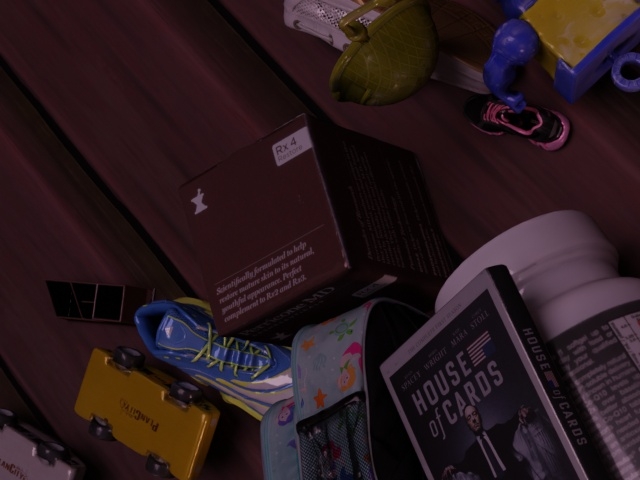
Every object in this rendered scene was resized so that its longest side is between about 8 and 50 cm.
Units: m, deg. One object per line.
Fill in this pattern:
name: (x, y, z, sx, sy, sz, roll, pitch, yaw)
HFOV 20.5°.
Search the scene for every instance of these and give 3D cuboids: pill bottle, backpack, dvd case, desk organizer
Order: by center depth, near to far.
dvd case: (0.148, 0.166, 1.484, 0.179, 0.029, 0.239, -47, 60, 45)
pill bottle: (0.258, 0.164, 1.536, 0.210, 0.210, 0.363, -42, 61, 22)
backpack: (0.059, 0.190, 1.667, 0.191, 0.225, 0.253, -21, 60, 32)
desk organizer: (-0.256, 0.071, 2.019, 0.130, 0.050, 0.047, 3, 83, 36)

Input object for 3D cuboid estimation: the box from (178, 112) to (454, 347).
box: (0.000, 0.000, 1.755, 0.168, 0.203, 0.167, -28, 67, 29)

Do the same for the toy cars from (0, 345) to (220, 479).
toy cars: (-0.250, 0.223, 1.971, 0.393, 0.087, 0.176, -25, 71, 34)

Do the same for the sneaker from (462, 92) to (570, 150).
sneaker: (0.184, -0.123, 1.736, 0.119, 0.057, 0.047, 18, 94, 38)

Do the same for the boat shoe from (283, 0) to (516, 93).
boat shoe: (0.077, -0.204, 1.814, 0.277, 0.098, 0.096, 31, 126, 28)

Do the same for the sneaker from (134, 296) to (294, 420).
sneaker: (-0.105, 0.128, 1.854, 0.240, 0.126, 0.091, 24, 96, 36)

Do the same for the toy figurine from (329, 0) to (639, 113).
toy figurine: (0.207, -0.206, 1.636, 0.362, 0.191, 0.217, -43, 79, -13)
